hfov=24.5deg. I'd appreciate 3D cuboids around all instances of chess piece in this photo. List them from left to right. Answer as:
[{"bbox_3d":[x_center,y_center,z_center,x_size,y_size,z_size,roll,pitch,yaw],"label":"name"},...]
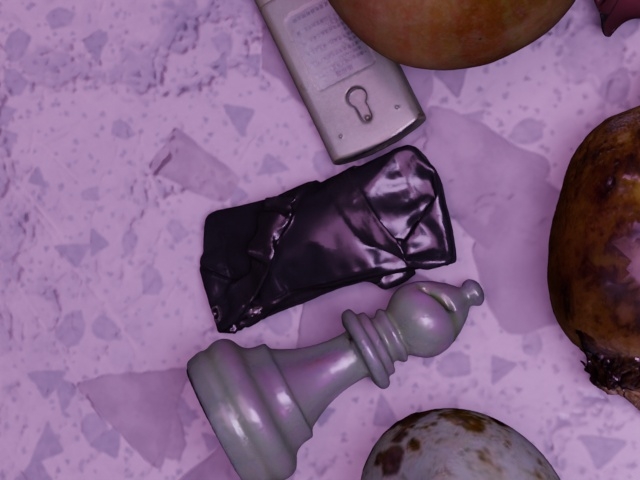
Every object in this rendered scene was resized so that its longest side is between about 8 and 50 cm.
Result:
[{"bbox_3d":[0.025,0.105,1.322,0.271,0.139,0.139,-28,80,-2],"label":"chess piece"}]

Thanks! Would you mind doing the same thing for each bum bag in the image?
[{"bbox_3d":[0.000,0.000,1.359,0.248,0.060,0.123,-19,82,11],"label":"bum bag"}]

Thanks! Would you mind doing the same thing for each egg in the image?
[{"bbox_3d":[0.135,0.247,1.253,0.169,0.169,0.231,-44,86,5],"label":"egg"}]

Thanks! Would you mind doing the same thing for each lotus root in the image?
[{"bbox_3d":[0.281,-0.005,1.258,0.169,0.141,0.314,5,85,8],"label":"lotus root"}]

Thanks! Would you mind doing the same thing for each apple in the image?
[{"bbox_3d":[0.111,-0.278,1.270,0.256,0.234,0.257,-3,79,15],"label":"apple"}]

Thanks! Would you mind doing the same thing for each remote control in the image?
[{"bbox_3d":[0.009,-0.190,1.387,0.098,0.038,0.234,-27,81,9],"label":"remote control"}]

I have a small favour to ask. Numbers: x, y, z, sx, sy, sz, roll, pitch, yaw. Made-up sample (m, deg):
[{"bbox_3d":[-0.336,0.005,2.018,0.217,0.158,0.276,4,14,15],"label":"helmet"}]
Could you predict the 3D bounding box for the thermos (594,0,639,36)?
[{"bbox_3d":[0.398,-0.226,1.258,0.330,0.136,0.110,5,59,13],"label":"thermos"}]
